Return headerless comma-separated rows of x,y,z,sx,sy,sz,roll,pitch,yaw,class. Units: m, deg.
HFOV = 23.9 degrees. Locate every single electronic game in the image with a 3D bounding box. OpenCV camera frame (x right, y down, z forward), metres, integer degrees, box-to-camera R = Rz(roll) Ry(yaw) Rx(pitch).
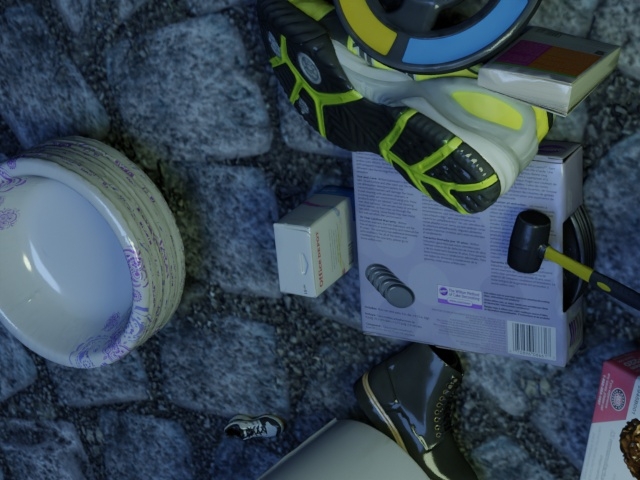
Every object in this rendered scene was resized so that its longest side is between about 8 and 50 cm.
0.118,-0.275,1.512,0.229,0.048,0.229,-5,76,21,electronic game

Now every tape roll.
0.029,0.361,1.818,0.246,0.169,0.246,38,148,29,tape roll

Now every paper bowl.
-0.295,0.006,1.906,0.284,0.148,0.284,14,120,25,paper bowl

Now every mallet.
0.268,0.041,1.541,0.190,0.039,0.062,38,129,28,mallet

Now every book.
0.227,-0.174,1.499,0.096,0.144,0.035,19,122,23,book

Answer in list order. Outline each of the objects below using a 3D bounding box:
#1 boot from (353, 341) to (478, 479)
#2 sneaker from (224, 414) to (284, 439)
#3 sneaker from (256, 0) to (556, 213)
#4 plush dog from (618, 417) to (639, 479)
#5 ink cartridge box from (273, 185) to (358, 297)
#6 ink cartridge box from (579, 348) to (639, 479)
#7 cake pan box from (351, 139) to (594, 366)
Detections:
0.145,0.208,1.788,0.198,0.077,0.137,47,123,2,boot
-0.087,0.247,1.969,0.083,0.037,0.032,-5,108,32,sneaker
0.083,-0.169,1.608,0.385,0.147,0.145,38,156,31,sneaker
0.366,0.123,1.258,0.262,0.225,0.210,-18,103,31,plush dog
0.000,0.000,1.737,0.052,0.122,0.088,8,117,28,ink cartridge box
0.388,0.227,1.574,0.218,0.092,0.158,28,119,44,ink cartridge box
0.166,0.002,1.672,0.267,0.070,0.245,7,117,28,cake pan box
